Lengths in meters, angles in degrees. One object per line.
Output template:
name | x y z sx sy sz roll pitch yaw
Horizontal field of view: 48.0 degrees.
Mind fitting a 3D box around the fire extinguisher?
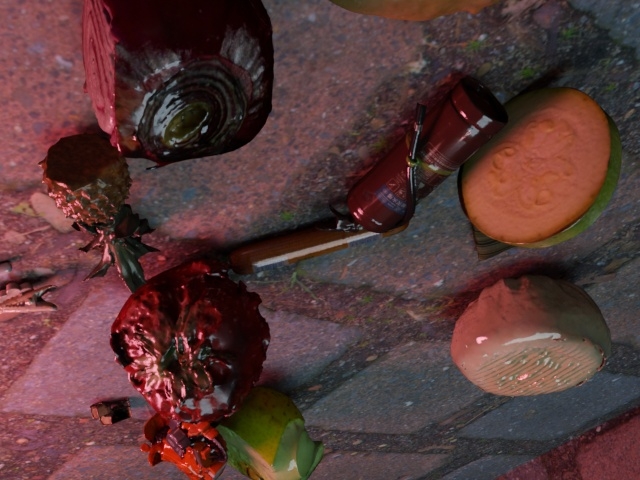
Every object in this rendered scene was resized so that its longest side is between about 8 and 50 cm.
fire extinguisher | 0.128 -0.108 1.124 0.141 0.105 0.341 26 128 -28

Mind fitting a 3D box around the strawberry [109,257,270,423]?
strawberry | -0.209 0.161 1.232 0.274 0.274 0.220 -23 178 8

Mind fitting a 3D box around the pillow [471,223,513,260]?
pillow | 0.346 -0.029 1.394 0.113 0.038 0.203 -24 147 4

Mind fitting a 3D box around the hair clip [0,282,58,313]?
hair clip | -0.533 0.106 1.183 0.214 0.056 0.062 -12 164 6

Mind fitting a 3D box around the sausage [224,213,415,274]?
sausage | 0.000 0.000 1.263 0.348 0.053 0.053 -16 147 -2

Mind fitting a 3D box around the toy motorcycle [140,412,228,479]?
toy motorcycle | -0.305 0.457 1.644 0.148 0.221 0.325 -42 166 -35

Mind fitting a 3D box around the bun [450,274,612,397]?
bun | 0.478 0.209 1.654 0.360 0.211 0.359 -3 142 -2

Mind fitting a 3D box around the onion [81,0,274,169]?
onion | -0.143 -0.210 0.765 0.207 0.216 0.206 -10 131 -30

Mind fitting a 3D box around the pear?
pear | -0.143 0.452 1.735 0.176 0.286 0.282 -48 135 -31

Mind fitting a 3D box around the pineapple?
pineapple | -0.314 -0.029 1.025 0.130 0.119 0.277 -29 152 -17

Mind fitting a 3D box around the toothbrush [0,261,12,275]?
toothbrush | -0.619 0.078 1.125 0.276 0.019 0.025 -14 152 -5

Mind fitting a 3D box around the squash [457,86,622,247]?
squash | 0.321 -0.106 1.077 0.252 0.252 0.049 -38 140 28

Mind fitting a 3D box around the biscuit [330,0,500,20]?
biscuit | 0.135 -0.397 0.700 0.429 0.104 0.446 -19 146 1

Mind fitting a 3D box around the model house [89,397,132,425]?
model house | -0.476 0.388 1.621 0.083 0.057 0.058 -14 179 -41
